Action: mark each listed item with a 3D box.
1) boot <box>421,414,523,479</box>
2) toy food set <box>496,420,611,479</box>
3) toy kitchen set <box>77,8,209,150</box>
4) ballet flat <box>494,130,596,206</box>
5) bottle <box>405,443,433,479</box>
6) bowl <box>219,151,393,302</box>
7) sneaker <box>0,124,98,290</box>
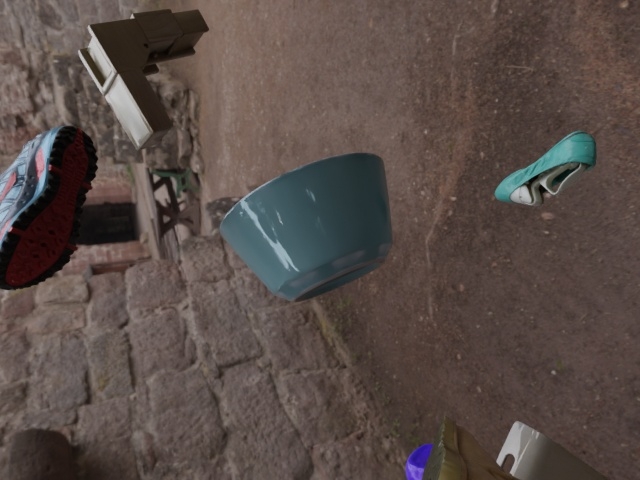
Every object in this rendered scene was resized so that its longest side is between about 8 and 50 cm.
[{"bbox_3d":[0.235,0.288,0.422,0.089,0.269,0.236,-69,-17,-1],"label":"boot"},{"bbox_3d":[0.516,0.584,0.980,0.220,0.306,0.092,-58,12,-13],"label":"toy food set"},{"bbox_3d":[-0.118,-0.112,0.318,0.068,0.083,0.075,-18,104,49],"label":"toy kitchen set"},{"bbox_3d":[0.460,-0.123,0.906,0.247,0.083,0.087,131,146,-57],"label":"ballet flat"},{"bbox_3d":[0.254,0.597,0.932,0.092,0.118,0.283,-8,91,41],"label":"bottle"},{"bbox_3d":[0.000,0.000,0.757,0.163,0.311,0.311,67,152,11],"label":"bowl"},{"bbox_3d":[-0.434,-0.049,0.659,0.104,0.125,0.262,53,-138,-57],"label":"sneaker"}]
